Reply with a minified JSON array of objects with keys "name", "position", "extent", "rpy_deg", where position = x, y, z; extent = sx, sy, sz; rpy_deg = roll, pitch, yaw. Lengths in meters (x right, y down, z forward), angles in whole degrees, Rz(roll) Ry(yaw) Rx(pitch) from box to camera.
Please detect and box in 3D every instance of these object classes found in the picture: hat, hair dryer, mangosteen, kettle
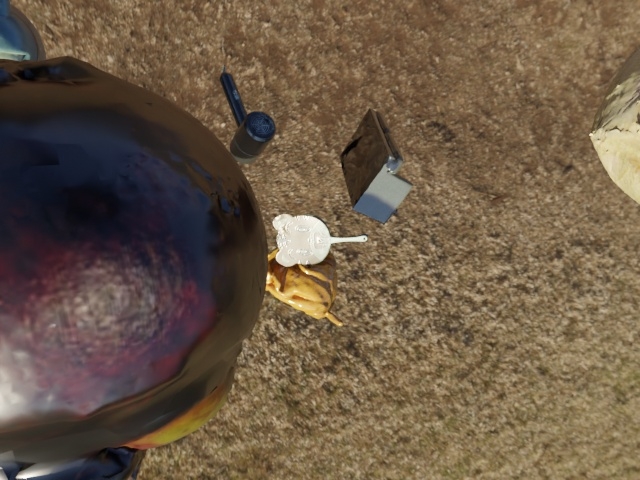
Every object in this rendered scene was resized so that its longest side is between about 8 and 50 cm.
[{"name":"hat","position":[-0.025,0.132,1.220],"extent":[0.233,0.244,0.233],"rpy_deg":[-46,73,6]},{"name":"hair dryer","position":[-0.173,-0.288,1.032],"extent":[0.071,0.124,0.219],"rpy_deg":[-17,80,-31]},{"name":"mangosteen","position":[-0.254,0.041,0.458],"extent":[0.380,0.381,0.422],"rpy_deg":[9,129,-22]},{"name":"kettle","position":[-0.676,-0.413,0.938],"extent":[0.247,0.342,0.320],"rpy_deg":[-13,110,-40]}]

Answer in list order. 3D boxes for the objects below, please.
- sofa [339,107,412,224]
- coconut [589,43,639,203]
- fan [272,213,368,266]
[{"name":"sofa","position":[0.075,-0.094,0.590],"extent":[0.060,0.147,0.085],"rpy_deg":[22,120,-19]},{"name":"coconut","position":[0.510,-0.155,0.590],"extent":[0.254,0.297,0.297],"rpy_deg":[34,80,-33]},{"name":"fan","position":[0.000,0.000,1.129],"extent":[0.226,0.008,0.153],"rpy_deg":[-1,123,3]}]
